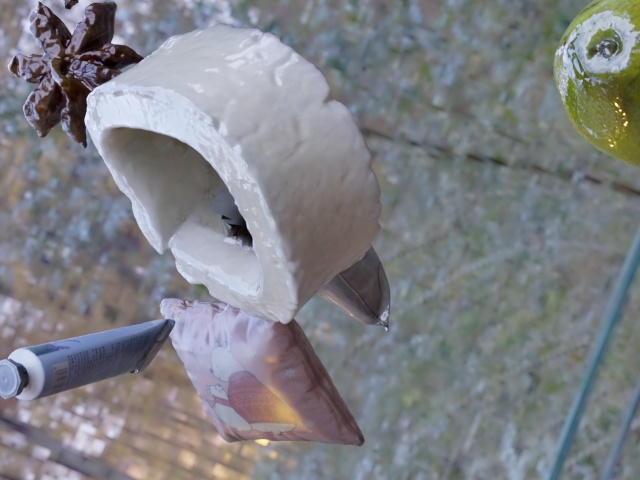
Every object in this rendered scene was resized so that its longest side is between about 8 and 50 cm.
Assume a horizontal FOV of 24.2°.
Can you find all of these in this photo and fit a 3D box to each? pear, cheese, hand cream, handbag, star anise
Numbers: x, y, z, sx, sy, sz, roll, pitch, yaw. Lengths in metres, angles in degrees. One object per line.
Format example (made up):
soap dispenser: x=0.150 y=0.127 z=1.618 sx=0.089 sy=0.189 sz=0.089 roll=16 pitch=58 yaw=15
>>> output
pear: x=0.367 y=-0.185 z=1.665 sx=0.269 sy=0.212 sz=0.212 roll=22 pitch=-90 yaw=-57
cheese: x=-0.101 y=-0.076 z=1.637 sx=0.153 sy=0.332 sz=0.292 roll=-37 pitch=-51 yaw=-27
hand cream: x=-0.252 y=0.133 z=1.613 sx=0.256 sy=0.055 sz=0.088 roll=-7 pitch=-44 yaw=-58
handbag: x=0.000 y=0.000 z=2.117 sx=0.117 sy=0.270 sz=0.182 roll=-39 pitch=32 yaw=5
star anise: x=-0.325 y=-0.226 z=1.935 sx=0.212 sy=0.111 sz=0.196 roll=-14 pitch=63 yaw=37

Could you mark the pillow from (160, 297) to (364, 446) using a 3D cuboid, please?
pillow: x=-0.077 y=0.162 z=1.787 sx=0.236 sy=0.223 sz=0.084 roll=-3 pitch=35 yaw=45

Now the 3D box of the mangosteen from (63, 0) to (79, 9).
mangosteen: x=-0.349 y=-0.383 z=2.033 sx=0.140 sy=0.140 sz=0.140 roll=22 pitch=-90 yaw=-87
